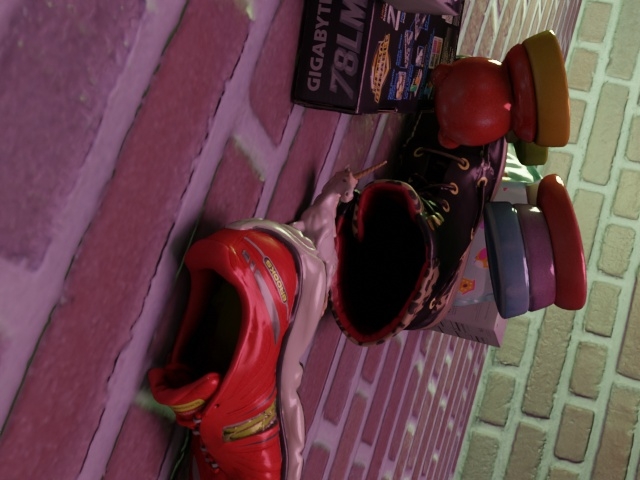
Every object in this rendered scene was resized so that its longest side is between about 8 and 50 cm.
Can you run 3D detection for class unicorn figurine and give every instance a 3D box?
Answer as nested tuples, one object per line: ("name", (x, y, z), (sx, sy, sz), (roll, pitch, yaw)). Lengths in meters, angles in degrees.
("unicorn figurine", (0.000, 0.000, 0.795), (0.162, 0.060, 0.111), (107, 10, -49))

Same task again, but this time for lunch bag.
("lunch bag", (0.247, -0.058, 1.283), (0.262, 0.160, 0.223), (-94, -178, -59))

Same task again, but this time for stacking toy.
("stacking toy", (0.207, -0.074, 0.941), (0.279, 0.130, 0.309), (-66, 147, -76))

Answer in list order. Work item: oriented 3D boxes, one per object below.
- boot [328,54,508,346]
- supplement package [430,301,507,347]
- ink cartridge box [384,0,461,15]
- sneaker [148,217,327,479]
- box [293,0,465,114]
("boot", (0.124, -0.052, 0.991), (0.284, 0.138, 0.377), (-9, 117, -70))
("supplement package", (0.294, 0.045, 1.516), (0.204, 0.145, 0.262), (47, 59, -68))
("ink cartridge box", (0.020, -0.276, 0.524), (0.332, 0.065, 0.165), (7, 96, -57))
("sneaker", (-0.080, 0.119, 0.616), (0.118, 0.107, 0.279), (-7, 107, -50))
("box", (0.081, -0.273, 0.793), (0.293, 0.073, 0.296), (-21, 121, -64))
